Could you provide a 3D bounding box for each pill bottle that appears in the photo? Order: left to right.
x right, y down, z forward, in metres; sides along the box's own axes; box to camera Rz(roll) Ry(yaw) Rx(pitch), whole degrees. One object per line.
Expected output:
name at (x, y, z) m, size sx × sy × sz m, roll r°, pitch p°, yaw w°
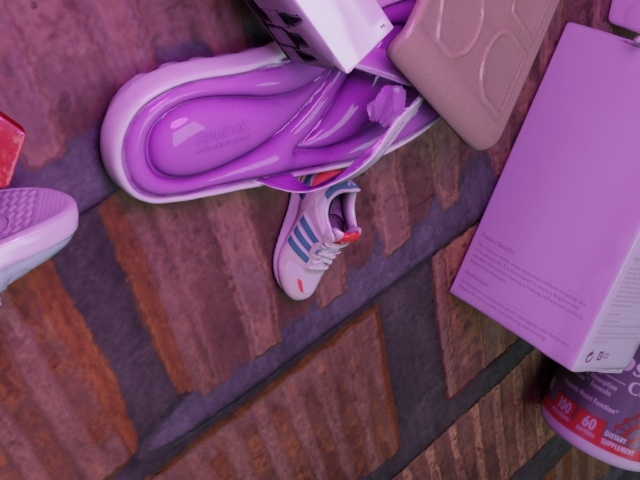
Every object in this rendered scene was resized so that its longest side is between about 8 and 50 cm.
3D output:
pill bottle at (0.511, 0.160, 1.454) m, size 0.210 × 0.210 × 0.363 m, roll 7°, pitch 109°, yaw -46°

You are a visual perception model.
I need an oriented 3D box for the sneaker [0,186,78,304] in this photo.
sneaker at (-0.281, 0.068, 0.701) m, size 0.255 × 0.094 × 0.151 m, roll -31°, pitch 128°, yaw -14°

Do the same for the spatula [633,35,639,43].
spatula at (0.478, -0.270, 1.029) m, size 0.242 × 0.168 × 0.019 m, roll -17°, pitch 90°, yaw -31°

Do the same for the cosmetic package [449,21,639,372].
cosmetic package at (0.348, -0.052, 1.155) m, size 0.156 × 0.217 × 0.385 m, roll 8°, pitch 111°, yaw -46°

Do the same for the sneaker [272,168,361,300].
sneaker at (0.000, 0.000, 0.949) m, size 0.057 × 0.075 × 0.161 m, roll -7°, pitch 120°, yaw -42°

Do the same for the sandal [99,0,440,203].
sandal at (0.009, -0.114, 0.842) m, size 0.416 × 0.102 × 0.169 m, roll -23°, pitch 133°, yaw -24°

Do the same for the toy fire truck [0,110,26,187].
toy fire truck at (-0.302, -0.026, 0.619) m, size 0.135 × 0.047 × 0.192 m, roll 32°, pitch 91°, yaw -26°

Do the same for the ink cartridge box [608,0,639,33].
ink cartridge box at (0.544, -0.390, 1.196) m, size 0.353 × 0.119 × 0.207 m, roll -21°, pitch 128°, yaw -34°

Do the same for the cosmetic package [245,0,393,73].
cosmetic package at (-0.050, -0.234, 0.684) m, size 0.060 × 0.099 × 0.239 m, roll -47°, pitch 122°, yaw -12°

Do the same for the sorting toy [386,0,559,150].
sorting toy at (0.132, -0.240, 0.822) m, size 0.307 × 0.041 × 0.229 m, roll 34°, pitch 82°, yaw -52°
